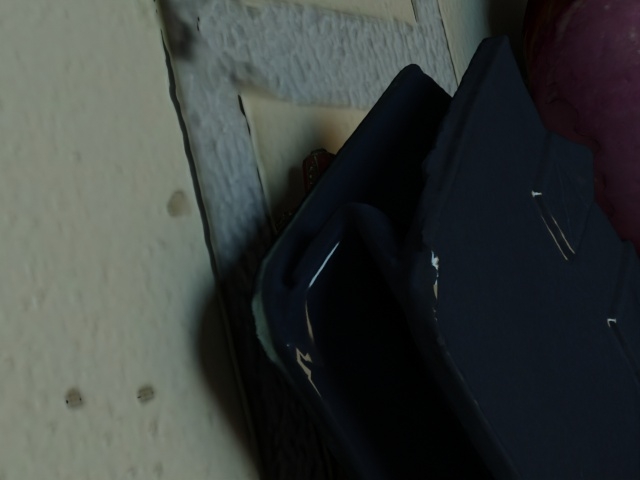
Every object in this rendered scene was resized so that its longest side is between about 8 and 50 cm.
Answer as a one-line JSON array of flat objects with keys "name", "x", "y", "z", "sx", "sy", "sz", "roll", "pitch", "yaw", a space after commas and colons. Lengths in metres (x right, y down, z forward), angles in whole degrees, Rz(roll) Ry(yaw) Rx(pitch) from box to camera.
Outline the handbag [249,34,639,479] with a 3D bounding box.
[{"name": "handbag", "x": 0.108, "y": 0.078, "z": 0.613, "sx": 0.325, "sy": 0.118, "sz": 0.269, "roll": 61, "pitch": 33, "yaw": -20}]

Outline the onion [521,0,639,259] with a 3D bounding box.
[{"name": "onion", "x": 0.320, "y": -0.118, "z": 0.991, "sx": 0.358, "sy": 0.345, "sz": 0.358, "roll": 168, "pitch": -90, "yaw": -81}]

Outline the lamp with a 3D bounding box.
[{"name": "lamp", "x": 0.000, "y": 0.000, "z": 0.604, "sx": 0.063, "sy": 0.031, "sz": 0.083, "roll": 56, "pitch": 36, "yaw": -31}]
